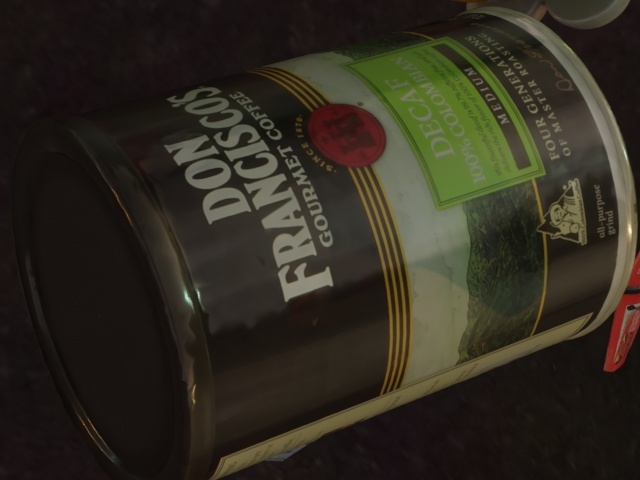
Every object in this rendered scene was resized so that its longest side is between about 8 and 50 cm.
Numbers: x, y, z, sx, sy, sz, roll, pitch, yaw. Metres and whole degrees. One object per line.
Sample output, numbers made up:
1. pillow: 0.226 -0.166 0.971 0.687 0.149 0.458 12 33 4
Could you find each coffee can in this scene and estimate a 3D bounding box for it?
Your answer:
1. coffee can: 0.000 0.000 0.835 0.275 0.201 0.201 -18 62 -28

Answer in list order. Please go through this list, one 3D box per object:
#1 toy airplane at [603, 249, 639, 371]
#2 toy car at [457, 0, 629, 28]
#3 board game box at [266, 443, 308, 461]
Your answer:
1. toy airplane: 0.257 0.028 1.173 0.151 0.151 0.028 -39 42 -2
2. toy car: 0.159 -0.249 1.214 0.182 0.159 0.136 -1 64 40
3. board game box: -0.056 0.144 1.324 0.136 0.201 0.035 7 65 -25
